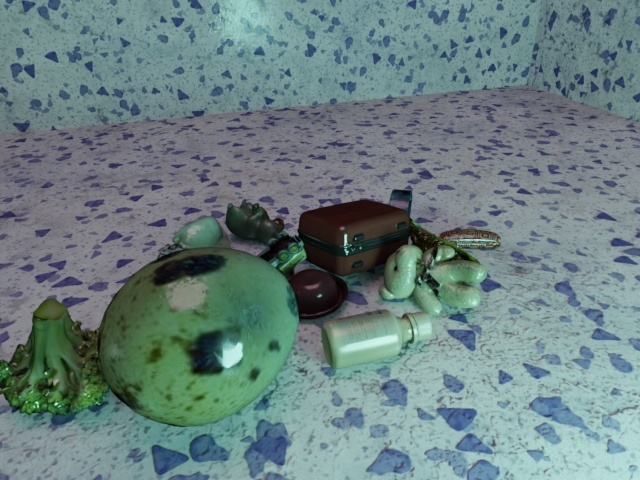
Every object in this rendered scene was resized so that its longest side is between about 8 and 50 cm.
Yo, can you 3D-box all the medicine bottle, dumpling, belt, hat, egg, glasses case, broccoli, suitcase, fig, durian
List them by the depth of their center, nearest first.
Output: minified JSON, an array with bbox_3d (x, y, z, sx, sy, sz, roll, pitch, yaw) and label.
[{"bbox_3d":[-0.228,0.182,1.014,0.428,0.345,0.345,-18,32,-41],"label":"egg"},{"bbox_3d":[-0.553,0.241,1.030,0.247,0.243,0.263,-10,36,-27],"label":"broccoli"},{"bbox_3d":[0.134,0.220,1.154,0.252,0.114,0.114,-9,30,-12],"label":"medicine bottle"},{"bbox_3d":[-0.025,0.132,1.348,0.205,0.089,0.205,-2,30,1],"label":"hat"},{"bbox_3d":[0.351,0.043,1.454,0.132,0.106,0.375,18,18,-39],"label":"durian"},{"bbox_3d":[0.100,-0.016,1.473,0.297,0.161,0.236,-16,25,-35],"label":"suitcase"},{"bbox_3d":[0.484,-0.009,1.606,0.194,0.049,0.073,1,29,5],"label":"glasses case"},{"bbox_3d":[-0.375,0.000,1.616,0.105,0.149,0.216,-31,5,33],"label":"dumpling"},{"bbox_3d":[0.268,-0.102,1.692,0.082,0.141,0.190,8,29,13],"label":"belt"},{"bbox_3d":[-0.167,-0.049,1.727,0.083,0.050,0.050,-10,27,13],"label":"fig"}]

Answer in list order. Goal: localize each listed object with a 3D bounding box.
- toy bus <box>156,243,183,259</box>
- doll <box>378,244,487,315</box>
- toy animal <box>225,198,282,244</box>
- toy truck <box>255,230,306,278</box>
[{"bbox_3d":[-0.407,0.077,1.478,0.194,0.087,0.089,15,43,25],"label":"toy bus"},{"bbox_3d":[0.295,0.089,1.319,0.278,0.149,0.175,8,41,29],"label":"doll"},{"bbox_3d":[-0.198,-0.038,1.658,0.251,0.127,0.125,33,62,18],"label":"toy animal"},{"bbox_3d":[-0.127,0.069,1.422,0.191,0.116,0.085,-37,39,-10],"label":"toy truck"}]
